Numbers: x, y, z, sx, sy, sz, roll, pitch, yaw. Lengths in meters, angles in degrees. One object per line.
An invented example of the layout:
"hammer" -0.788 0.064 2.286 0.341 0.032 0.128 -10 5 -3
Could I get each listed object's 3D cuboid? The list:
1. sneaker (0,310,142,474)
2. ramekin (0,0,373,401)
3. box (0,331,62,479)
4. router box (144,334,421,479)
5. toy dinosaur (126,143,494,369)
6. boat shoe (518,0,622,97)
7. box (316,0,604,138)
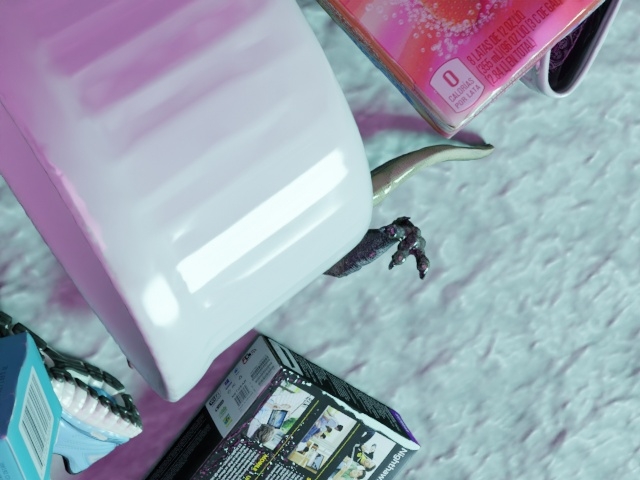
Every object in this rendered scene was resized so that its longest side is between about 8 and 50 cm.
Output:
"sneaker" -0.184 0.097 0.936 0.162 0.063 0.073 36 102 -32
"ramekin" -0.094 -0.072 0.766 0.135 0.277 0.277 -34 124 -12
"box" -0.270 0.125 0.854 0.244 0.100 0.060 -13 120 5
"router box" -0.039 0.166 1.039 0.133 0.046 0.179 33 101 -32
"toy dinosaur" 0.000 0.000 0.929 0.268 0.118 0.064 -26 106 -8
"boat shoe" 0.165 -0.172 0.934 0.066 0.063 0.184 20 108 -29
"box" 0.131 -0.205 0.826 0.300 0.154 0.142 -43 88 4
